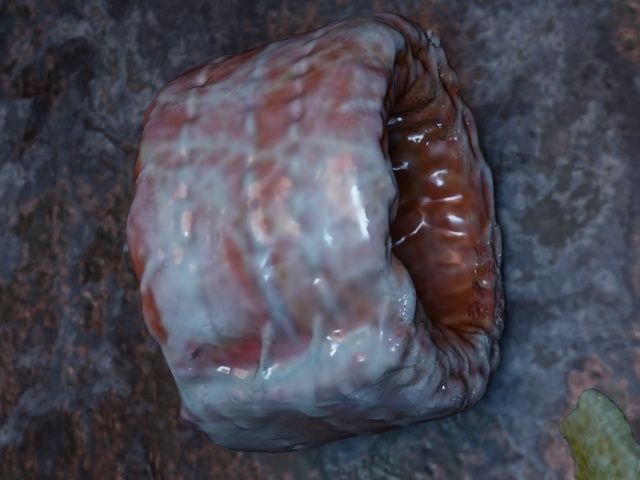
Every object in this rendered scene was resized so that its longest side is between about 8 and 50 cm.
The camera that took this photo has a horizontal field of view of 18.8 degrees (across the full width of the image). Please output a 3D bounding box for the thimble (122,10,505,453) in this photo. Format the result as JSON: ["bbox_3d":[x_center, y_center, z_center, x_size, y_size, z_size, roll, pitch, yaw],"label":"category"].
[{"bbox_3d":[0.000,0.000,1.099,0.162,0.239,0.239,-11,69,22],"label":"thimble"}]

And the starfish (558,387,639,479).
[{"bbox_3d":[0.229,0.216,0.860,0.432,0.082,0.324,-13,99,47],"label":"starfish"}]
